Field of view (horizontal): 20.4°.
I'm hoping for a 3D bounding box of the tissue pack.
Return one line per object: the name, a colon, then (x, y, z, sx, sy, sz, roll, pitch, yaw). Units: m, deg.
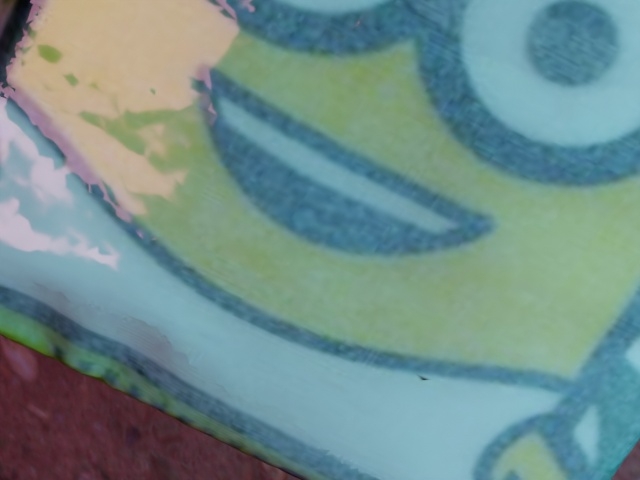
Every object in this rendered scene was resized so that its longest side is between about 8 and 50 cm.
tissue pack: (0.038, -0.082, 0.506, 0.228, 0.128, 0.311, 26, 118, -6)
